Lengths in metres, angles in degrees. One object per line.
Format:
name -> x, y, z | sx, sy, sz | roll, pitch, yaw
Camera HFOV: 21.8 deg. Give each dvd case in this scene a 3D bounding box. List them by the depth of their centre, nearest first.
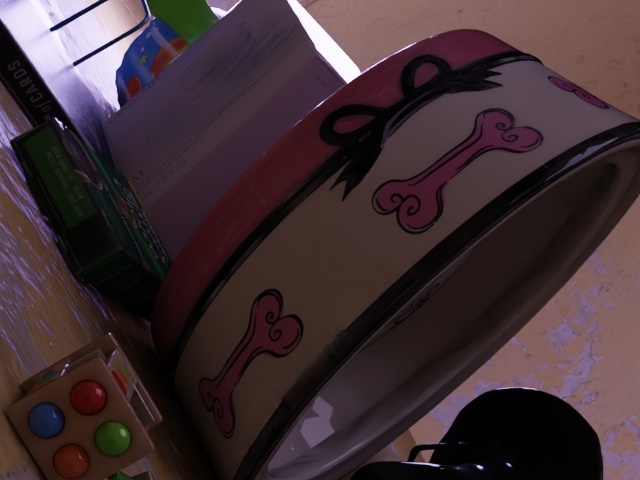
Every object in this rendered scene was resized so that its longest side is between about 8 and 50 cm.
dvd case -> -0.230, -0.144, 1.324 | 0.238, 0.030, 0.179 | 58, 4, -36

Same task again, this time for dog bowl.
dog bowl -> 0.051, 0.016, 1.217 | 0.150, 0.408, 0.408 | 47, -1, 15

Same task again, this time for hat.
hat -> 0.082, 0.246, 1.306 | 0.134, 0.331, 0.331 | 19, 19, -20

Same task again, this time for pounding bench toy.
pounding bench toy -> -0.105, 0.098, 0.801 | 0.083, 0.052, 0.065 | 60, 3, -9

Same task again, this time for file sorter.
file sorter -> -0.241, -0.253, 1.492 | 0.170, 0.104, 0.118 | 60, 3, -31

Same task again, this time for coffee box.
coffee box -> -0.154, -0.012, 1.193 | 0.113, 0.040, 0.184 | 61, 3, 17

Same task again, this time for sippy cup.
sippy cup -> -0.103, -0.132, 1.778 | 0.224, 0.240, 0.305 | 49, -49, 43

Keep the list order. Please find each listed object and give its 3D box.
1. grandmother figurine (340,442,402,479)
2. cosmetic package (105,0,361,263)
grandmother figurine -> 0.082, 0.312, 1.609 | 0.342, 0.104, 0.207 | -114, -167, -47
cosmetic package -> -0.066, -0.082, 1.435 | 0.138, 0.224, 0.224 | 45, 9, -25
